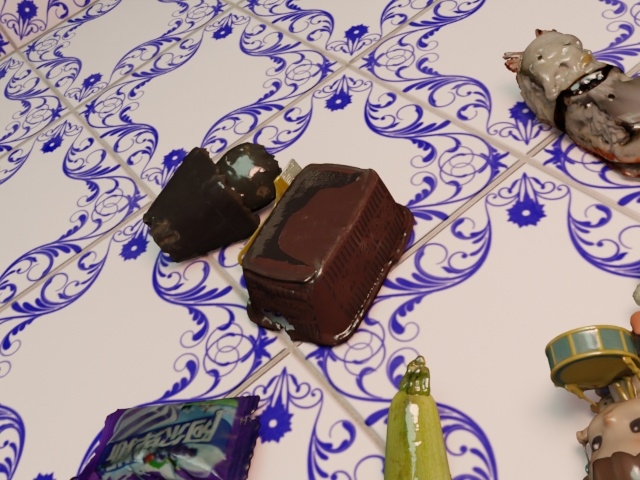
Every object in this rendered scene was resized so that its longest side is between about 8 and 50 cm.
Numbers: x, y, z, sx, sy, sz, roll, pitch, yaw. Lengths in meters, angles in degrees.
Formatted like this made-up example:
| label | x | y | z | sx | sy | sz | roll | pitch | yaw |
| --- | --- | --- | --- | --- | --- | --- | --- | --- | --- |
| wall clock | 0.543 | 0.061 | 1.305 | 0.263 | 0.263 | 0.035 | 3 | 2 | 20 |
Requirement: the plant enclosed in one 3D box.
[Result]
| label | x | y | z | sx | sy | sz | roll | pitch | yaw |
| --- | --- | --- | --- | --- | --- | --- | --- | --- | --- |
| plant | -0.184 | -0.075 | 1.221 | 0.256 | 0.142 | 0.164 | -37 | 45 | -7 |

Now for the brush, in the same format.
| label | x | y | z | sx | sy | sz | roll | pitch | yaw |
| --- | --- | --- | --- | --- | --- | --- | --- | --- | --- |
| brush | -0.080 | -0.038 | 1.193 | 0.011 | 0.083 | 0.205 | 9 | 59 | 51 |

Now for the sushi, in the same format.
| label | x | y | z | sx | sy | sz | roll | pitch | yaw |
| --- | --- | --- | --- | --- | --- | --- | --- | --- | --- |
| sushi | 0.429 | -0.229 | 1.115 | 0.124 | 0.130 | 0.332 | -32 | 46 | -8 |

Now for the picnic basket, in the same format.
| label | x | y | z | sx | sy | sz | roll | pitch | yaw |
| --- | --- | --- | --- | --- | --- | --- | --- | --- | --- |
| picnic basket | 0.000 | 0.000 | 1.084 | 0.222 | 0.129 | 0.297 | 10 | 53 | 31 |

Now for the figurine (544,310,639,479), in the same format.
| label | x | y | z | sx | sy | sz | roll | pitch | yaw |
| --- | --- | --- | --- | --- | --- | --- | --- | --- | --- |
| figurine | 0.330 | 0.219 | 0.725 | 0.158 | 0.161 | 0.276 | 14 | 48 | -23 |

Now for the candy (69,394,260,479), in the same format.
| label | x | y | z | sx | sy | sz | roll | pitch | yaw |
| --- | --- | --- | --- | --- | --- | --- | --- | --- | --- |
| candy | -0.214 | 0.283 | 0.960 | 0.275 | 0.070 | 0.145 | -11 | 38 | 16 |

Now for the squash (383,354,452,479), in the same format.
| label | x | y | z | sx | sy | sz | roll | pitch | yaw |
| --- | --- | --- | --- | --- | --- | --- | --- | --- | --- |
| squash | 0.119 | 0.244 | 0.853 | 0.090 | 0.075 | 0.200 | -12 | 66 | 37 |

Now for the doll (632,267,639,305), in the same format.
| label | x | y | z | sx | sy | sz | roll | pitch | yaw |
| --- | --- | --- | --- | --- | --- | --- | --- | --- | --- |
| doll | 0.481 | 0.025 | 0.906 | 0.214 | 0.072 | 0.103 | -38 | 61 | -25 |
